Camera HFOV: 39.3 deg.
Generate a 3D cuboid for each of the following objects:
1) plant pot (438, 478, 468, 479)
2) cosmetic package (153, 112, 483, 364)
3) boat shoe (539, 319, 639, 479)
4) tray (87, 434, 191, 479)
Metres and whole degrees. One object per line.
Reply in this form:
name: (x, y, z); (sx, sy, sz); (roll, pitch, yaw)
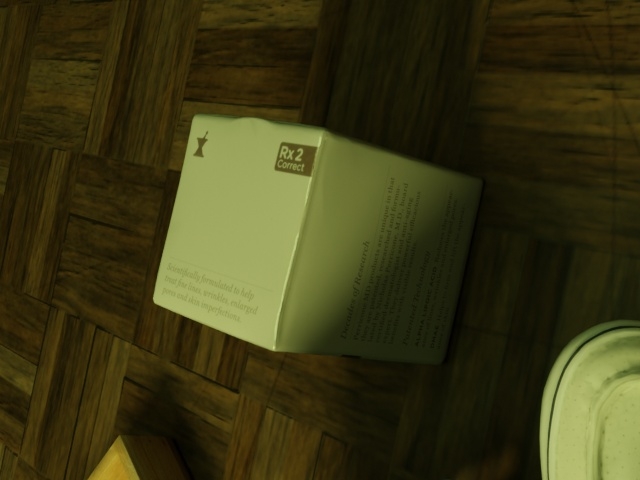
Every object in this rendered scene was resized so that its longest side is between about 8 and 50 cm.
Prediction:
plant pot: (0.028, 0.326, 0.513); (0.341, 0.341, 0.334); (-25, 56, 40)
cosmetic package: (0.000, 0.000, 0.682); (0.151, 0.183, 0.152); (13, 91, 47)
boat shoe: (0.191, 0.214, 0.415); (0.135, 0.156, 0.367); (-12, 79, 9)
tray: (-0.133, 0.402, 0.813); (0.203, 0.076, 0.411); (-53, 50, 20)
